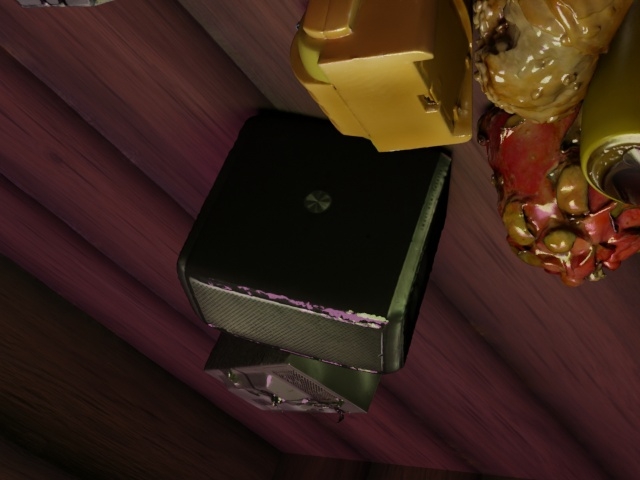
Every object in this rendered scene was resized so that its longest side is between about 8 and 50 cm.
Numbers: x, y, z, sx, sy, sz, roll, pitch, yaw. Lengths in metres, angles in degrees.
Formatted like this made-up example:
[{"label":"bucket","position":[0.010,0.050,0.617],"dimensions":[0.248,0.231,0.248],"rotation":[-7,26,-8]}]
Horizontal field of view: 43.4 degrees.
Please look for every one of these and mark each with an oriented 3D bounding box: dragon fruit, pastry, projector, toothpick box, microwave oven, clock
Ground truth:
[{"label":"dragon fruit","position":[0.386,-0.076,1.220],"dimensions":[0.296,0.263,0.314],"rotation":[39,147,-27]},{"label":"pastry","position":[0.268,-0.288,0.956],"dimensions":[0.161,0.255,0.311],"rotation":[16,145,3]},{"label":"projector","position":[0.000,0.000,1.469],"dimensions":[0.404,0.395,0.242],"rotation":[13,149,13]},{"label":"toothpick box","position":[0.420,-0.179,1.016],"dimensions":[0.174,0.272,0.175],"rotation":[17,150,10]},{"label":"microwave oven","position":[-0.044,0.231,1.922],"dimensions":[0.236,0.375,0.432],"rotation":[34,153,-22]},{"label":"clock","position":[0.096,-0.296,1.000],"dimensions":[0.200,0.317,0.244],"rotation":[4,160,23]}]

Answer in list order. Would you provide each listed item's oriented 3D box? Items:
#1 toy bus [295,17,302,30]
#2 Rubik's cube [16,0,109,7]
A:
[{"label":"toy bus","position":[0.049,-0.332,1.215],"dimensions":[0.167,0.076,0.073],"rotation":[-1,142,38]},{"label":"Rubik's cube","position":[-0.333,-0.459,1.066],"dimensions":[0.318,0.319,0.264],"rotation":[26,177,-7]}]
